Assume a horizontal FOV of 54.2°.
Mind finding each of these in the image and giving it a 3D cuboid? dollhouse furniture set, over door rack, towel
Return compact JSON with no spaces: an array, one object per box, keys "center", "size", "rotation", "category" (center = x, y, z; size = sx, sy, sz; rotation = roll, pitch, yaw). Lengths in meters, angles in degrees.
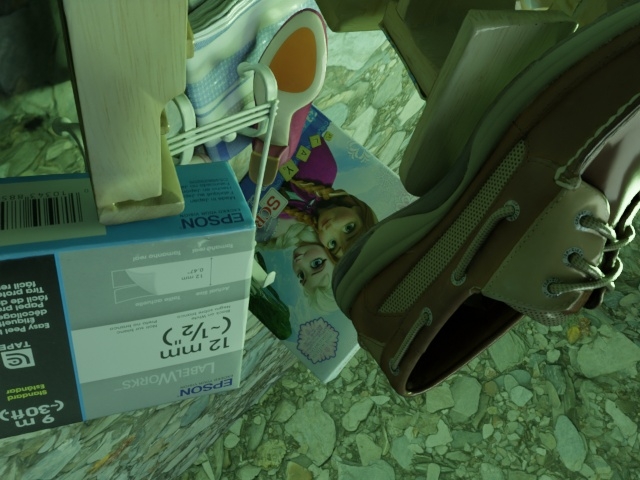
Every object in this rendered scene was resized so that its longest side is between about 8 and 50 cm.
[{"center":[0.004,-0.181,0.498],"size":[0.395,0.362,0.256],"rotation":[-10,149,-20],"category":"dollhouse furniture set"},{"center":[-0.171,-0.035,0.736],"size":[0.240,0.108,0.324],"rotation":[-29,142,-33],"category":"over door rack"},{"center":[-0.075,-0.218,0.774],"size":[0.209,0.034,0.285],"rotation":[-43,165,-16],"category":"towel"}]

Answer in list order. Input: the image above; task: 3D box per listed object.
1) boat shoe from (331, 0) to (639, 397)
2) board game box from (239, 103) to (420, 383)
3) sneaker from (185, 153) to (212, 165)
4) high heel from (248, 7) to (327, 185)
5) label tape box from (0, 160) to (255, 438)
[{"center":[0.135,-0.006,0.382],"size":[0.123,0.116,0.324],"rotation":[5,142,-36],"category":"boat shoe"},{"center":[0.000,0.000,0.992],"size":[0.318,0.318,0.066],"rotation":[-51,165,10],"category":"board game box"},{"center":[-0.193,-0.053,0.831],"size":[0.070,0.051,0.134],"rotation":[-26,151,-52],"category":"sneaker"},{"center":[-0.038,-0.190,0.794],"size":[0.117,0.082,0.244],"rotation":[-76,-179,-49],"category":"high heel"},{"center":[-0.207,0.099,0.628],"size":[0.249,0.115,0.347],"rotation":[-8,131,-21],"category":"label tape box"}]
